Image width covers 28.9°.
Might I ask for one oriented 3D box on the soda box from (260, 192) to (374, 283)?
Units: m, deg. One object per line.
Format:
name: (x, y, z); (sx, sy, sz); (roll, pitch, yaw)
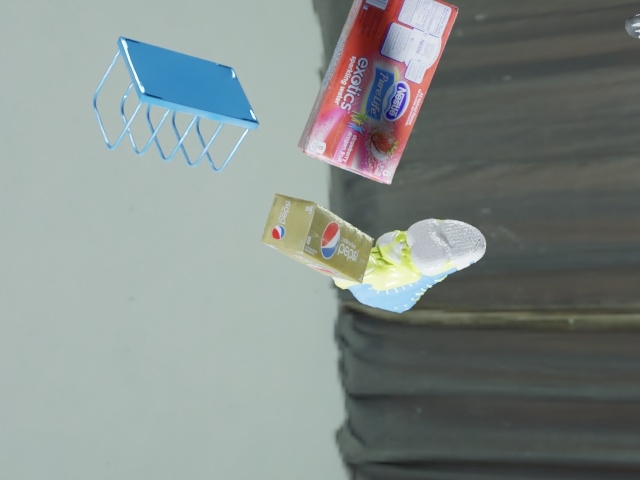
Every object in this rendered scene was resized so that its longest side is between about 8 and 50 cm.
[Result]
soda box: (0.000, 0.000, 1.479); (0.181, 0.058, 0.061); (30, 75, -63)

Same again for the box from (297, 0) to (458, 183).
box: (0.075, -0.218, 1.688); (0.122, 0.128, 0.257); (-130, -119, -81)

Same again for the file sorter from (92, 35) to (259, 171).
file sorter: (-0.189, -0.167, 1.586); (0.170, 0.104, 0.118); (10, 40, -36)

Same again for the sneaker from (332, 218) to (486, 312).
sneaker: (0.141, 0.042, 1.854); (0.126, 0.240, 0.091); (57, 33, -47)

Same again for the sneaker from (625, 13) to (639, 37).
sneaker: (0.379, -0.250, 1.343); (0.040, 0.109, 0.043); (107, -34, -77)
